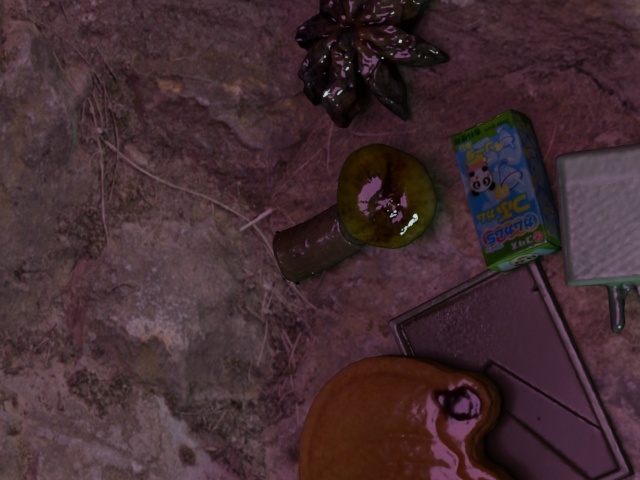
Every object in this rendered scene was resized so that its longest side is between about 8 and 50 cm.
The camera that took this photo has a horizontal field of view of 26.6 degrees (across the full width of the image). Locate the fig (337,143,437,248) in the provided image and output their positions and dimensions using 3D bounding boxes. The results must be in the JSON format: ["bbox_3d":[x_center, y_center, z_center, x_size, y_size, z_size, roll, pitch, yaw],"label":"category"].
[{"bbox_3d":[0.087,-0.062,1.843,0.136,0.121,0.153,-25,69,9],"label":"fig"}]

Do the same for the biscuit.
[{"bbox_3d":[0.116,0.381,1.831,0.350,0.078,0.455,-20,79,35],"label":"biscuit"}]

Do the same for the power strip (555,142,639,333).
[{"bbox_3d":[0.381,0.000,1.661,0.139,0.140,0.224,-6,86,29],"label":"power strip"}]

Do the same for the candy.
[{"bbox_3d":[0.246,-0.065,1.774,0.097,0.062,0.194,-23,71,28],"label":"candy"}]

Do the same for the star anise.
[{"bbox_3d":[0.055,-0.276,1.884,0.223,0.109,0.236,-14,79,25],"label":"star anise"}]

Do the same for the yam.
[{"bbox_3d":[-0.001,0.002,1.919,0.127,0.084,0.084,-27,75,30],"label":"yam"}]

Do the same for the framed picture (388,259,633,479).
[{"bbox_3d":[0.246,0.204,1.800,0.240,0.020,0.324,-31,74,26],"label":"framed picture"}]
